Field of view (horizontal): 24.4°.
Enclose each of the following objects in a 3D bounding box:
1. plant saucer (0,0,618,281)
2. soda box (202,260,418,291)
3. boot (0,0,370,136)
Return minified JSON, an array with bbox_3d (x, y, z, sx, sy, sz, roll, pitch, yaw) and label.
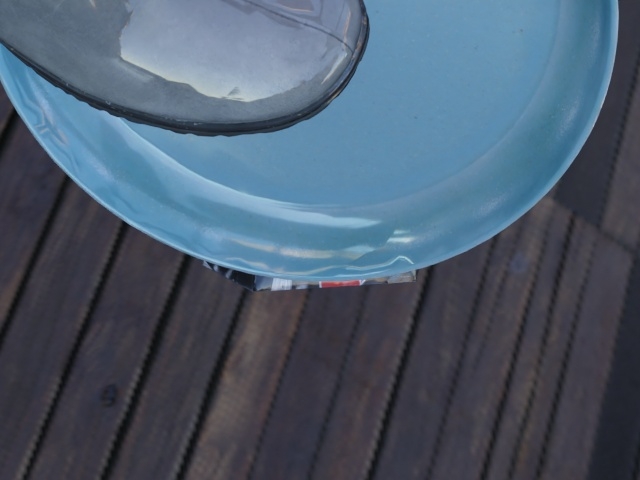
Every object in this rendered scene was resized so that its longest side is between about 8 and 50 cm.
[{"bbox_3d":[-0.013,-0.116,0.737,0.317,0.317,0.043,42,33,-19],"label":"plant saucer"},{"bbox_3d":[0.000,0.000,1.052,0.169,0.060,0.053,-2,109,-45],"label":"soda box"},{"bbox_3d":[-0.100,-0.112,0.488,0.246,0.161,0.083,21,81,1],"label":"boot"}]
